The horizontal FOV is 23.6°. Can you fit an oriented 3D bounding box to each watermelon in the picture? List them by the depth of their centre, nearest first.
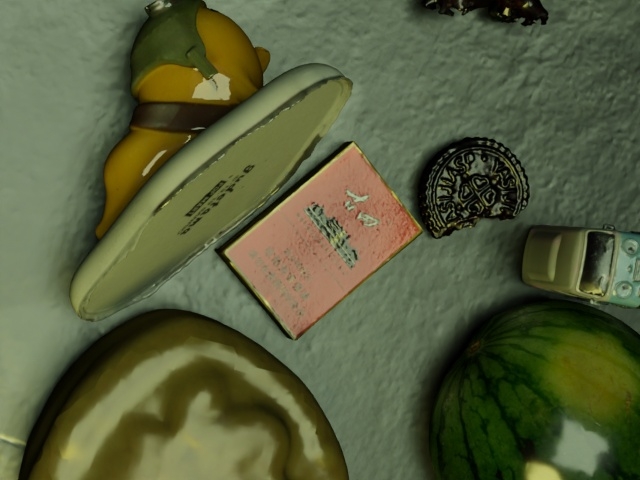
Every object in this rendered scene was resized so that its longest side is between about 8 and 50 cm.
[{"bbox_3d":[0.196,0.163,1.157,0.204,0.127,0.232,-32,103,-9],"label":"watermelon"}]

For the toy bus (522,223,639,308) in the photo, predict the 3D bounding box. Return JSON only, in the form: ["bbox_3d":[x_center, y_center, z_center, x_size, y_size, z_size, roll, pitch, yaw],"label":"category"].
[{"bbox_3d":[0.202,0.017,1.154,0.075,0.123,0.060,10,90,-13],"label":"toy bus"}]

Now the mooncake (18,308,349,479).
[{"bbox_3d":[-0.096,0.162,1.082,0.235,0.117,0.234,-1,95,-14],"label":"mooncake"}]

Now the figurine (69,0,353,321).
[{"bbox_3d":[-0.113,-0.074,1.066,0.250,0.166,0.141,-41,79,2],"label":"figurine"}]

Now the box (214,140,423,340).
[{"bbox_3d":[0.000,0.000,1.147,0.133,0.023,0.090,-39,104,-10],"label":"box"}]

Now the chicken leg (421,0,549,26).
[{"bbox_3d":[0.093,-0.252,1.143,0.105,0.063,0.234,-33,99,-17],"label":"chicken leg"}]

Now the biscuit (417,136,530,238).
[{"bbox_3d":[0.117,-0.037,1.176,0.087,0.027,0.089,26,85,-15],"label":"biscuit"}]
